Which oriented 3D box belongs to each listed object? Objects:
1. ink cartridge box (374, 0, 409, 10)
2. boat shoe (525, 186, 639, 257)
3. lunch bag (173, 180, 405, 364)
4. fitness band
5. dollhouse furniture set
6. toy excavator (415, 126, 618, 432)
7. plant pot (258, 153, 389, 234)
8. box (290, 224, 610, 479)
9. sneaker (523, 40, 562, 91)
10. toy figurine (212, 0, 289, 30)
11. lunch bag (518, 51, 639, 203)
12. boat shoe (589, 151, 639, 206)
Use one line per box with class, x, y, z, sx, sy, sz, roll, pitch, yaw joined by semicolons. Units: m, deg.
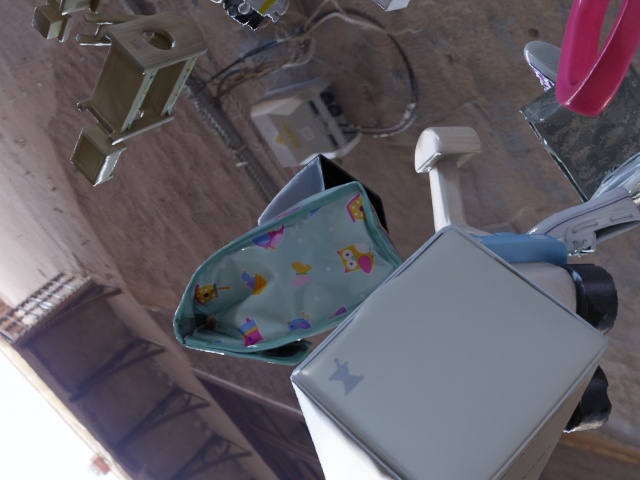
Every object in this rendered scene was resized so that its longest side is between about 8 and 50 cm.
ink cartridge box;0.163;-0.653;1.659;0.158;0.218;0.092;44;-135;16
boat shoe;0.435;-0.012;1.245;0.226;0.076;0.083;-29;-27;0
lunch bag;-0.035;0.053;0.879;0.262;0.223;0.160;-29;-93;3
fitness band;0.350;-0.280;0.871;0.054;0.209;0.291;20;-122;1
dollhouse furniture set;-0.233;-0.188;0.798;0.161;0.182;0.101;47;-137;6
toy excavator;0.250;0.047;1.189;0.222;0.445;0.433;-3;-77;-14
plant pot;0.000;0.000;1.244;0.187;0.167;0.188;31;-138;-46
box;0.086;0.146;0.535;0.148;0.121;0.311;-42;-28;-17
sneaker;0.597;-0.366;1.865;0.102;0.161;0.282;-29;-113;-28
toy figurine;-0.125;-0.544;1.476;0.148;0.213;0.210;32;-94;-26
lunch bag;0.620;-0.232;1.616;0.235;0.169;0.287;-36;-73;15
boat shoe;0.622;-0.116;1.521;0.079;0.227;0.081;6;-114;-15
